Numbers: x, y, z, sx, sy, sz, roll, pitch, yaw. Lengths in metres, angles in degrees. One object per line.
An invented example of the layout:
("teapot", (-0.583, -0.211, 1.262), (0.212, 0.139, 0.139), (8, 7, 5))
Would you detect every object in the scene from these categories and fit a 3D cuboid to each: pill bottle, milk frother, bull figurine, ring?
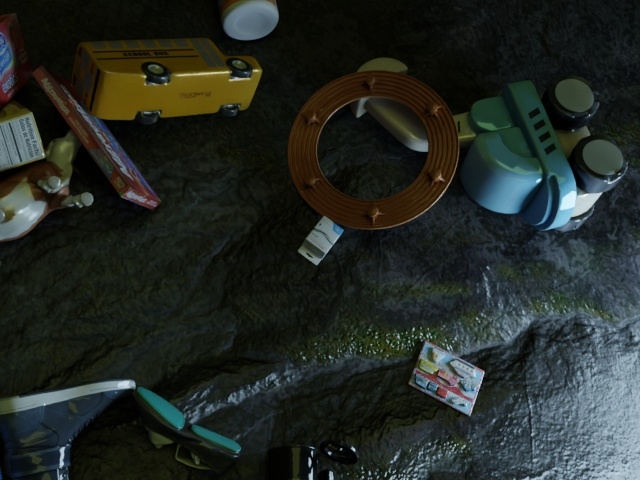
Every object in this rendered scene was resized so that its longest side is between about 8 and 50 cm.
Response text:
("pill bottle", (-0.161, -0.535, 1.794), (0.121, 0.121, 0.216), (-3, 65, -19))
("milk frother", (-0.012, 0.392, 1.365), (0.129, 0.143, 0.135), (9, 60, -21))
("bull figurine", (-0.494, -0.067, 1.441), (0.310, 0.188, 0.101), (-43, 120, -22))
("ring", (0.099, -0.184, 1.672), (0.336, 0.032, 0.337), (-2, 72, 7))

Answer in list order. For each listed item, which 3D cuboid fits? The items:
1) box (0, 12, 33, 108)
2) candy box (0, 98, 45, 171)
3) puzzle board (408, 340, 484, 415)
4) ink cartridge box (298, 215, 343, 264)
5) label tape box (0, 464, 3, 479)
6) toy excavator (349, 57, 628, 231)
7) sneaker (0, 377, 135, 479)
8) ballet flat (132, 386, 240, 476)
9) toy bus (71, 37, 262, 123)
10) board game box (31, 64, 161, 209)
("box", (-0.591, -0.290, 1.448), (0.128, 0.123, 0.257), (-7, 27, 3))
("candy box", (-0.636, -0.145, 1.413), (0.316, 0.088, 0.183), (-24, 30, -26))
("puzzle board", (0.233, 0.252, 1.589), (0.128, 0.011, 0.096), (28, 60, -3))
("ink cartridge box", (0.000, 0.000, 1.630), (0.048, 0.028, 0.083), (36, 60, 3))
("label tape box", (-0.644, 0.304, 1.227), (0.347, 0.115, 0.249), (-8, 67, -22))
("toy excavator", (0.321, -0.206, 1.749), (0.445, 0.222, 0.433), (-12, 67, -13))
("sneaker", (-0.382, 0.302, 1.332), (0.226, 0.086, 0.164), (-7, 83, -40))
("ballet flat", (-0.226, 0.314, 1.382), (0.203, 0.074, 0.074), (32, 59, -6))
("toy bus", (-0.279, -0.304, 1.616), (0.332, 0.108, 0.130), (-12, 52, -37))
("board game box", (-0.394, -0.180, 1.535), (0.027, 0.145, 0.281), (-39, 79, 5))
